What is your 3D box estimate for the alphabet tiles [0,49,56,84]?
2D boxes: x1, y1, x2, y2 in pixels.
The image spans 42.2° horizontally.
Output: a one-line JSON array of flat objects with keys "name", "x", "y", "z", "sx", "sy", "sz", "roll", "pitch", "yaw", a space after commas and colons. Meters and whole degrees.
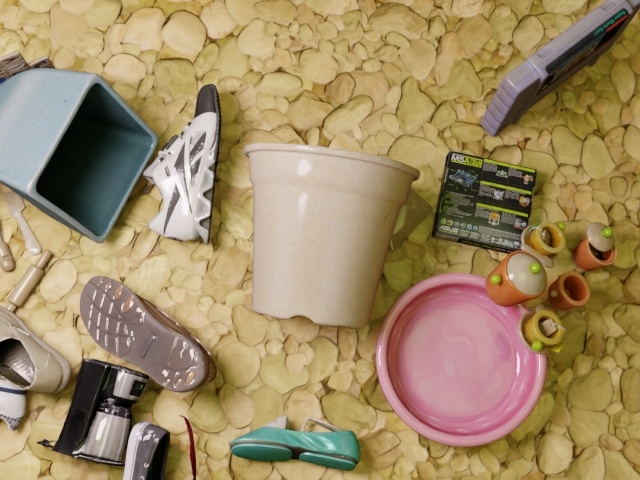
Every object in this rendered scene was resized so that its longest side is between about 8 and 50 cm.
[{"name": "alphabet tiles", "x": -0.609, "y": -0.303, "z": 1.596, "sx": 0.198, "sy": 0.237, "sz": 0.009, "roll": -25, "pitch": 89, "yaw": -10}]

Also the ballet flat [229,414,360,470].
[{"name": "ballet flat", "x": -0.046, "y": 0.378, "z": 1.575, "sx": 0.247, "sy": 0.083, "sz": 0.087, "roll": 8, "pitch": 52, "yaw": -3}]

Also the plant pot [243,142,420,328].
[{"name": "plant pot", "x": 0.000, "y": 0.000, "z": 1.554, "sx": 0.334, "sy": 0.334, "sz": 0.305, "roll": 8, "pitch": 87, "yaw": -3}]

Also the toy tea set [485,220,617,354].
[{"name": "toy tea set", "x": 0.464, "y": 0.052, "z": 1.604, "sx": 0.200, "sy": 0.124, "sz": 0.336, "roll": 44, "pitch": 57, "yaw": 1}]

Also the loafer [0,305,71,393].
[{"name": "loafer", "x": -0.583, "y": 0.193, "z": 1.527, "sx": 0.269, "sy": 0.092, "sz": 0.101, "roll": 27, "pitch": 90, "yaw": 14}]

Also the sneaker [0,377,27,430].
[{"name": "sneaker", "x": -0.665, "y": 0.290, "z": 1.537, "sx": 0.235, "sy": 0.090, "sz": 0.094, "roll": 10, "pitch": 86, "yaw": -1}]

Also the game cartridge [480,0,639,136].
[{"name": "game cartridge", "x": 0.497, "y": -0.366, "z": 1.700, "sx": 0.355, "sy": 0.230, "sz": 0.068, "roll": -37, "pitch": 83, "yaw": -11}]

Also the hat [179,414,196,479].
[{"name": "hat", "x": -0.202, "y": 0.478, "z": 1.559, "sx": 0.173, "sy": 0.183, "sz": 0.208, "roll": 12, "pitch": 116, "yaw": -17}]

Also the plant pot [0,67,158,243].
[{"name": "plant pot", "x": -0.512, "y": -0.179, "z": 1.579, "sx": 0.252, "sy": 0.247, "sz": 0.247, "roll": 19, "pitch": 75, "yaw": 25}]

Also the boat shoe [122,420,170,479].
[{"name": "boat shoe", "x": -0.309, "y": 0.447, "z": 1.507, "sx": 0.076, "sy": 0.080, "sz": 0.228, "roll": 5, "pitch": 85, "yaw": 26}]

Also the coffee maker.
[{"name": "coffee maker", "x": -0.419, "y": 0.310, "z": 1.531, "sx": 0.171, "sy": 0.120, "sz": 0.178, "roll": 14, "pitch": 76, "yaw": -1}]

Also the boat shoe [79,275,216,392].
[{"name": "boat shoe", "x": -0.327, "y": 0.182, "z": 1.573, "sx": 0.324, "sy": 0.116, "sz": 0.123, "roll": 37, "pitch": 93, "yaw": 23}]

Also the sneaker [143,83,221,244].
[{"name": "sneaker", "x": -0.274, "y": -0.163, "z": 1.648, "sx": 0.146, "sy": 0.122, "sz": 0.330, "roll": 7, "pitch": 76, "yaw": -5}]

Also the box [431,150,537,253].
[{"name": "box", "x": 0.340, "y": -0.078, "z": 1.718, "sx": 0.191, "sy": 0.045, "sz": 0.184, "roll": 12, "pitch": 74, "yaw": -1}]

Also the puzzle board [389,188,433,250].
[{"name": "puzzle board", "x": 0.156, "y": -0.054, "z": 1.715, "sx": 0.096, "sy": 0.011, "sz": 0.128, "roll": 42, "pitch": 77, "yaw": 7}]

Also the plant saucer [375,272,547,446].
[{"name": "plant saucer", "x": 0.269, "y": 0.232, "z": 1.621, "sx": 0.332, "sy": 0.084, "sz": 0.332, "roll": 1, "pitch": 77, "yaw": -4}]

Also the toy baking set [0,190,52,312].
[{"name": "toy baking set", "x": -0.632, "y": 0.032, "z": 1.623, "sx": 0.197, "sy": 0.030, "sz": 0.256, "roll": 34, "pitch": 77, "yaw": 4}]
